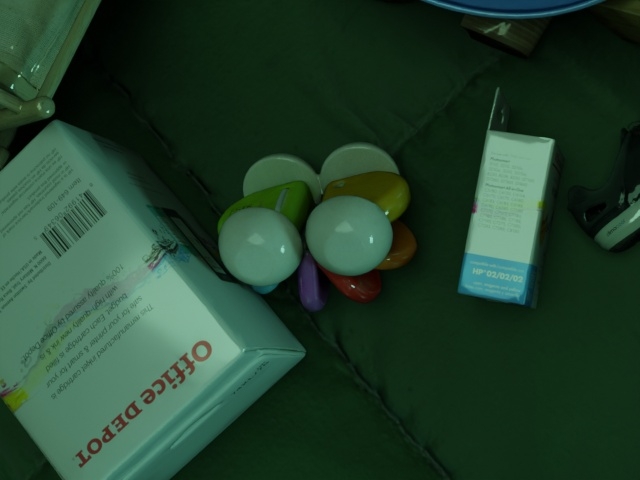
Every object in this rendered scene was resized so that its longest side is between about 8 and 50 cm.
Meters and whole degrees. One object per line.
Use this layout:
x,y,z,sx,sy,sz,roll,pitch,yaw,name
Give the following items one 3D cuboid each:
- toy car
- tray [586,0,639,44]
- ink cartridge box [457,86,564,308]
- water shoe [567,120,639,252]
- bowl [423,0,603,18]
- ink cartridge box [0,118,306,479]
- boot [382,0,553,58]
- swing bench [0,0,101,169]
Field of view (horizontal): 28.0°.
0.000,0.000,1.172,0.182,0.159,0.136,-7,120,14,toy car
0.362,-0.219,0.963,0.076,0.411,0.203,35,96,-23,tray
0.173,-0.035,1.133,0.062,0.104,0.181,10,88,15,ink cartridge box
0.301,-0.082,1.120,0.203,0.073,0.080,-45,74,7,water shoe
0.156,-0.375,1.021,0.391,0.077,0.391,5,112,13,bowl
-0.189,0.066,1.173,0.198,0.197,0.270,-43,76,8,ink cartridge box
0.117,-0.317,1.169,0.283,0.109,0.220,25,93,14,boot
-0.294,-0.216,1.183,0.165,0.255,0.253,28,69,-15,swing bench
